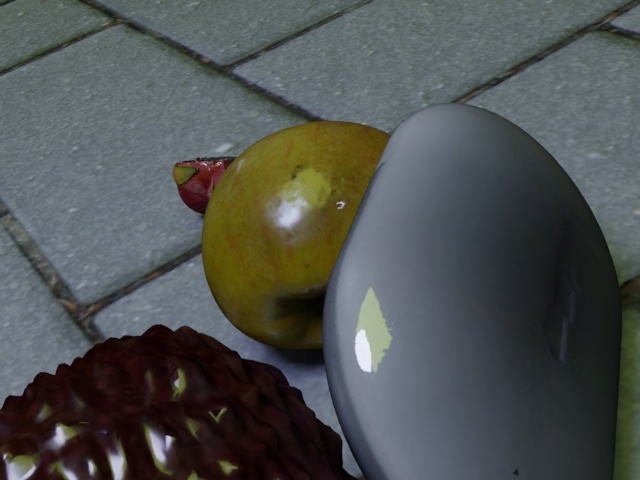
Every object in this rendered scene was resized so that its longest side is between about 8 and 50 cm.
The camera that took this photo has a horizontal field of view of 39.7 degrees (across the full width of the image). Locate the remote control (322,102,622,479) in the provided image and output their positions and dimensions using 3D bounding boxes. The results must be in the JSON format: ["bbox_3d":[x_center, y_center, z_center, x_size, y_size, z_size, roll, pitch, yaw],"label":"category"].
[{"bbox_3d":[0.105,0.043,0.541,0.103,0.221,0.332,-34,20,37],"label":"remote control"}]

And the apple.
[{"bbox_3d":[0.000,0.000,0.667,0.182,0.182,0.155,-8,41,10],"label":"apple"}]

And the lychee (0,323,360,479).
[{"bbox_3d":[-0.080,0.183,0.405,0.271,0.271,0.271,-10,35,7],"label":"lychee"}]

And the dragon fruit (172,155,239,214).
[{"bbox_3d":[-0.099,-0.053,0.867,0.056,0.060,0.083,6,11,30],"label":"dragon fruit"}]
